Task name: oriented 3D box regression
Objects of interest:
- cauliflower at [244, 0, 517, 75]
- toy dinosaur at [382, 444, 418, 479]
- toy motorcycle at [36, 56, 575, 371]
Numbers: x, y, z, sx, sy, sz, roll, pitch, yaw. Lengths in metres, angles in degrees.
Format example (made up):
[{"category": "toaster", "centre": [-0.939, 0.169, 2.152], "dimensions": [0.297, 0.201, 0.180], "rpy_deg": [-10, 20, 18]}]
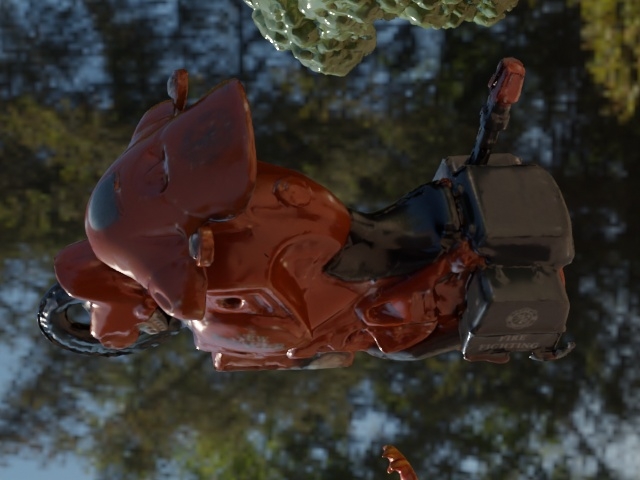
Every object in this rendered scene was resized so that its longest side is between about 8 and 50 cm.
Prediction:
[{"category": "cauliflower", "centre": [0.024, -0.273, 1.005], "dimensions": [0.281, 0.260, 0.327], "rpy_deg": [-113, 38, -56]}, {"category": "toy dinosaur", "centre": [0.059, 0.225, 0.855], "dimensions": [0.288, 0.117, 0.070], "rpy_deg": [53, 175, 49]}, {"category": "toy motorcycle", "centre": [0.000, 0.000, 0.884], "dimensions": [0.221, 0.325, 0.148], "rpy_deg": [106, 158, -51]}]
